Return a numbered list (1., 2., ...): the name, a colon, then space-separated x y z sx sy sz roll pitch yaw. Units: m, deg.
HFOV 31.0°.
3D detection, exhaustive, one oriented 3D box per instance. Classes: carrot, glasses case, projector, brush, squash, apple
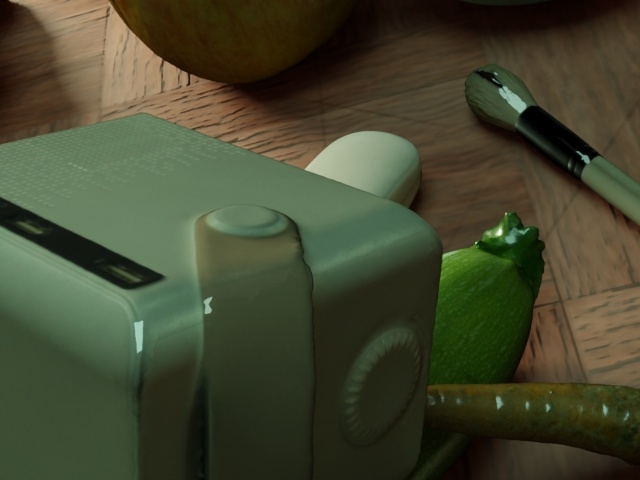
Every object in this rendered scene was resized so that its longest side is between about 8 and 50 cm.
1. carrot: 0.128 0.094 0.601 0.254 0.049 0.049 8 45 -8
2. glasses case: 0.000 0.000 0.793 0.081 0.051 0.204 17 55 31
3. projector: -0.071 0.049 0.516 0.242 0.163 0.177 22 30 38
4. brush: 0.192 -0.043 0.774 0.039 0.042 0.299 1 31 -37
5. squash: 0.002 0.129 0.630 0.107 0.107 0.395 23 59 35
6. apple: -0.073 -0.261 0.955 0.264 0.264 0.264 -10 45 11

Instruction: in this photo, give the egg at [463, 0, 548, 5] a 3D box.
1. egg: 0.165 -0.273 0.913 0.231 0.168 0.168 -13 45 10
